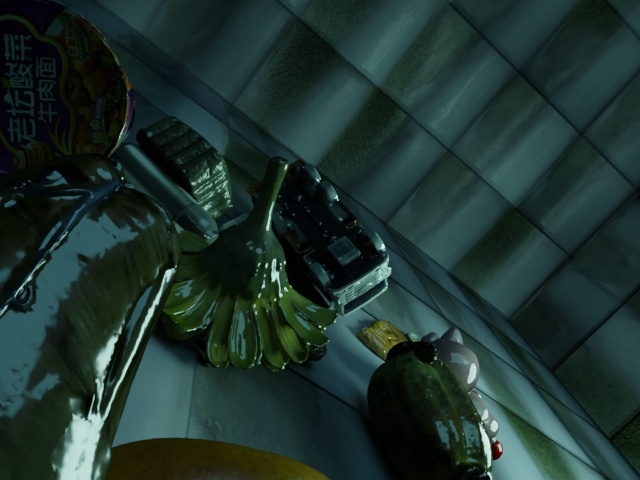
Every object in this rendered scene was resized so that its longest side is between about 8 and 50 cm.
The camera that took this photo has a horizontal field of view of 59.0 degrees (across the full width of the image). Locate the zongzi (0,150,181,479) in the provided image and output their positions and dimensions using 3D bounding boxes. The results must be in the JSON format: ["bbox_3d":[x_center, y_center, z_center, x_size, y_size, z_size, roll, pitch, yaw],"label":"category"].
[{"bbox_3d":[-0.151,0.139,0.325,0.360,0.160,0.323,48,49,2],"label":"zongzi"}]

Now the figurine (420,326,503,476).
[{"bbox_3d":[0.258,0.327,1.127,0.287,0.176,0.186,59,-26,11],"label":"figurine"}]

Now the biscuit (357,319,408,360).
[{"bbox_3d":[0.171,0.246,1.335,0.144,0.033,0.224,45,14,22],"label":"biscuit"}]

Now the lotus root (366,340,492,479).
[{"bbox_3d":[0.175,0.299,0.903,0.173,0.173,0.309,34,19,-27],"label":"lotus root"}]

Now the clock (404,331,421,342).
[{"bbox_3d":[0.259,0.279,1.510,0.085,0.017,0.085,38,13,-11],"label":"clock"}]

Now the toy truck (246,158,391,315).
[{"bbox_3d":[0.000,0.000,1.325,0.387,0.173,0.206,50,-14,36],"label":"toy truck"}]

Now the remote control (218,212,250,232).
[{"bbox_3d":[-0.163,-0.009,1.215,0.087,0.047,0.244,43,12,-1],"label":"remote control"}]

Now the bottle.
[{"bbox_3d":[-0.281,-0.075,1.008,0.254,0.079,0.096,44,-10,15],"label":"bottle"}]

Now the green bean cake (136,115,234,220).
[{"bbox_3d":[-0.253,-0.137,1.095,0.173,0.094,0.181,40,-22,23],"label":"green bean cake"}]

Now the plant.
[{"bbox_3d":[-0.129,0.030,0.849,0.306,0.296,0.261,8,-2,-25],"label":"plant"}]

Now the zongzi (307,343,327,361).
[{"bbox_3d":[-0.039,0.181,0.926,0.109,0.055,0.119,40,24,-11],"label":"zongzi"}]

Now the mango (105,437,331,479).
[{"bbox_3d":[-0.077,0.230,0.445,0.252,0.153,0.126,17,31,-29],"label":"mango"}]

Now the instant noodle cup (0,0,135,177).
[{"bbox_3d":[-0.391,-0.208,0.836,0.251,0.251,0.190,38,5,-11],"label":"instant noodle cup"}]
